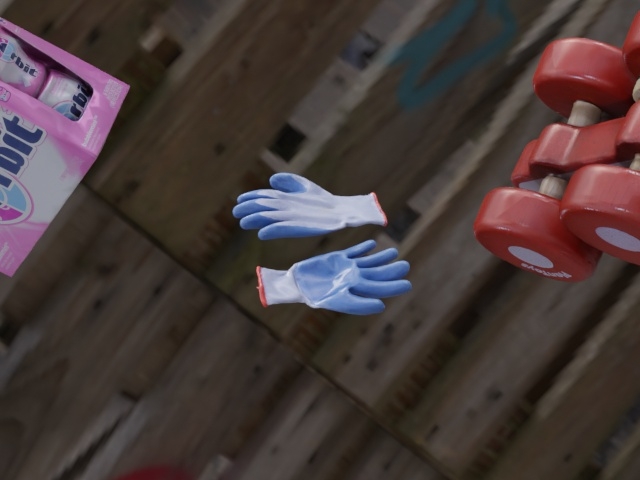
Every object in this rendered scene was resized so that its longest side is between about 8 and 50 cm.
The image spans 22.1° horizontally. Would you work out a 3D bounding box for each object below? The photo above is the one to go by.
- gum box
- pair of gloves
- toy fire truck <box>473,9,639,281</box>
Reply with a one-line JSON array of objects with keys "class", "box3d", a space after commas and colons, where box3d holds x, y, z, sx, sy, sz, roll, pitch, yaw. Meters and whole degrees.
[{"class": "gum box", "box3d": [-0.205, -0.061, 1.040, 0.188, 0.107, 0.062, -44, 22, 52]}, {"class": "pair of gloves", "box3d": [0.000, 0.000, 1.635, 0.159, 0.023, 0.198, -3, 45, -15]}, {"class": "toy fire truck", "box3d": [0.282, -0.034, 1.225, 0.302, 0.254, 0.169, -12, 53, 66]}]
